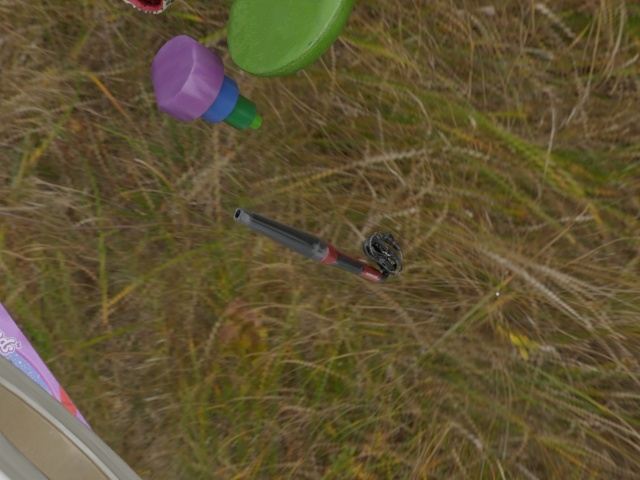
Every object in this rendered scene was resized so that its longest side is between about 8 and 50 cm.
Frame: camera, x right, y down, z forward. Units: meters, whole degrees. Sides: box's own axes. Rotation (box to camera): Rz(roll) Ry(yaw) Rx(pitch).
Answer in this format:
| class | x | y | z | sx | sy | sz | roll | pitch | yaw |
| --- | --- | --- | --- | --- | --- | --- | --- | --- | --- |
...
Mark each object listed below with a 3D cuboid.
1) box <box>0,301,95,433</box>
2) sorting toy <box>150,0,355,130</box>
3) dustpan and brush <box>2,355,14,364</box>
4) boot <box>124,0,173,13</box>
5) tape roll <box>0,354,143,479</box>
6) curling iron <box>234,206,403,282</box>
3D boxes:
| class | x | y | z | sx | sy | sz | roll | pitch | yaw |
| --- | --- | --- | --- | --- | --- | --- | --- | --- | --- |
| box | -0.457 | 0.199 | 1.492 | 0.201 | 0.057 | 0.293 | -35 | 105 | -14 |
| sorting toy | 0.029 | -0.175 | 0.901 | 0.366 | 0.126 | 0.127 | -27 | 53 | 33 |
| dustpan and brush | -0.327 | 0.176 | 0.997 | 0.060 | 0.211 | 0.147 | -31 | 76 | 14 |
| boot | -0.180 | -0.349 | 1.139 | 0.236 | 0.085 | 0.178 | 46 | 53 | -7 |
| tape roll | -0.178 | 0.155 | 0.642 | 0.286 | 0.286 | 0.100 | 42 | 83 | 8 |
| curling iron | 0.000 | 0.000 | 1.450 | 0.035 | 0.274 | 0.068 | -9 | 71 | 50 |
